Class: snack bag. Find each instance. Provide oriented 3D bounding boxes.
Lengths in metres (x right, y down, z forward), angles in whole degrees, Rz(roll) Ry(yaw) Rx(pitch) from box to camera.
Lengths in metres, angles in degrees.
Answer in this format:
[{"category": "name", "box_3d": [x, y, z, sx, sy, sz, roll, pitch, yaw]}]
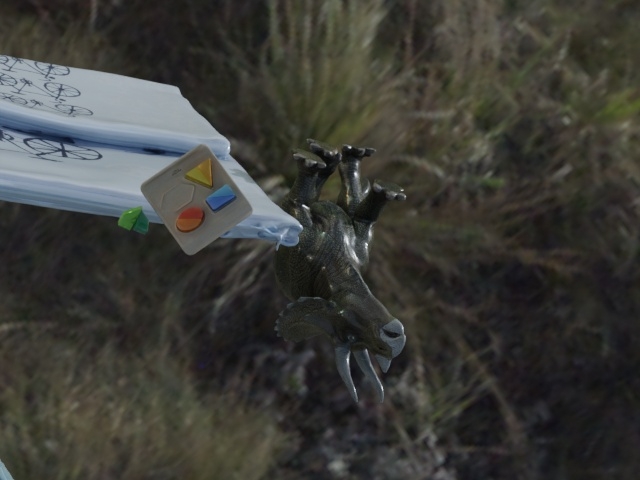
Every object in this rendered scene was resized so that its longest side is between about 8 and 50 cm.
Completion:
[{"category": "snack bag", "box_3d": [-0.211, -0.090, 1.188, 0.323, 0.037, 0.342, 9, 18, -25]}]

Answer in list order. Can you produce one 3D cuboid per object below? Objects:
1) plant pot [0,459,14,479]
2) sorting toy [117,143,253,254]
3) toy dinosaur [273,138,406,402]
[{"category": "plant pot", "box_3d": [-0.373, 0.186, 0.901, 0.247, 0.252, 0.248, -68, 144, -46]}, {"category": "sorting toy", "box_3d": [-0.097, -0.022, 1.027, 0.083, 0.012, 0.062, -35, 80, -8]}, {"category": "toy dinosaur", "box_3d": [0.000, 0.000, 1.295, 0.121, 0.160, 0.313, 17, 15, -15]}]
